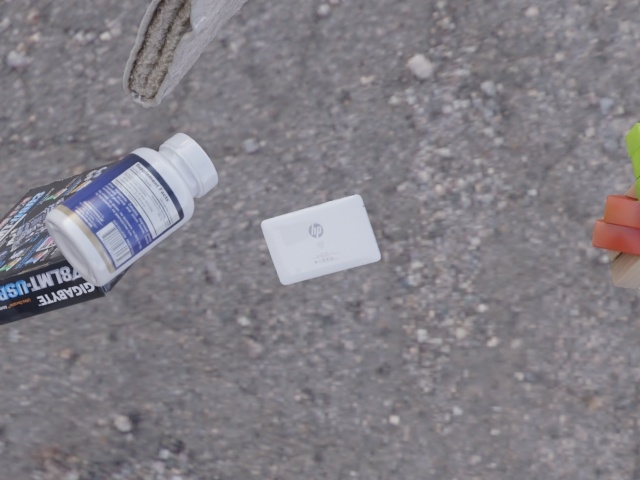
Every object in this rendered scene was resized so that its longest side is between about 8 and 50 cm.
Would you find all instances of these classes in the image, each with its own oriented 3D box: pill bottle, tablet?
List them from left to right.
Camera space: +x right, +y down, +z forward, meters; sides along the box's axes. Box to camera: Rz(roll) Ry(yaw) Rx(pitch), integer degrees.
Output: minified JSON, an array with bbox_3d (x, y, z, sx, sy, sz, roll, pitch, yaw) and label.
[{"bbox_3d":[-0.192,-0.037,1.293,0.169,0.094,0.094,-39,105,-22],"label":"pill bottle"},{"bbox_3d":[0.000,0.000,0.949,0.006,0.083,0.054,-51,123,-69],"label":"tablet"}]

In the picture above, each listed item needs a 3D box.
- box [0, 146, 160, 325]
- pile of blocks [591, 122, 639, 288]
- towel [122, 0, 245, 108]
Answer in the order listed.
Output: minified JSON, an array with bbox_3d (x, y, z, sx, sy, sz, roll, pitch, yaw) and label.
[{"bbox_3d":[-0.334,-0.004,1.631,0.073,0.293,0.295,60,33,-21],"label":"box"},{"bbox_3d":[0.280,-0.048,0.843,0.113,0.362,0.149,6,82,-17],"label":"pile of blocks"},{"bbox_3d":[-0.067,-0.217,0.961,0.049,0.282,0.187,39,69,-4],"label":"towel"}]
